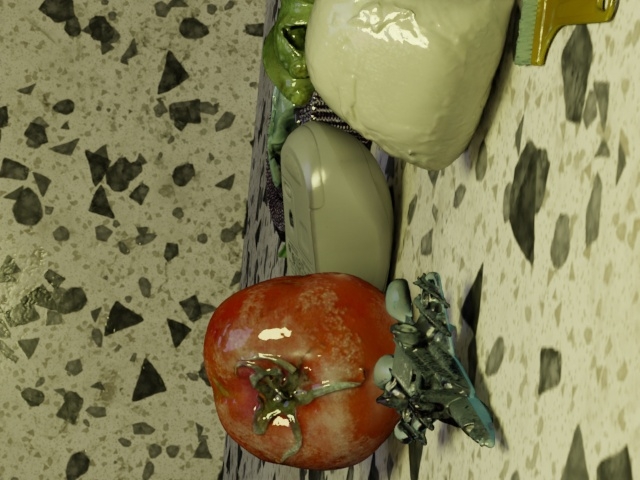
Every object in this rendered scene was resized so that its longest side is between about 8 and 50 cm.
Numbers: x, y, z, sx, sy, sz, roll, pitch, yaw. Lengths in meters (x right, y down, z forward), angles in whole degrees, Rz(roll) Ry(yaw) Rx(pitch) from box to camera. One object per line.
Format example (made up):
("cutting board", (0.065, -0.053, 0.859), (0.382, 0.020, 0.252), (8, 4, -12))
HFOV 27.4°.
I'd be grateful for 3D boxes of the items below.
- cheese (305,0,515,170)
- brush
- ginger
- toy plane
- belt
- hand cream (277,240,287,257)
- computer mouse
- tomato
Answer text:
("cheese", (0.079, -0.182, 1.212), (0.154, 0.189, 0.198), (-47, -20, -45))
("brush", (0.188, -0.178, 1.008), (0.205, 0.011, 0.083), (-148, 65, -79))
("ginger", (-0.006, -0.252, 1.401), (0.290, 0.089, 0.137), (114, 179, -52))
("toy plane", (0.098, 0.126, 1.153), (0.246, 0.078, 0.169), (-111, 29, -71))
("belt", (-0.008, -0.152, 1.884), (0.325, 0.122, 0.260), (110, 159, -53))
("hand cream", (0.000, 0.000, 1.724), (0.095, 0.046, 0.175), (-56, -27, 0))
("computer mouse", (0.026, -0.002, 1.578), (0.184, 0.121, 0.296), (-140, 40, -66))
("tomato", (-0.007, 0.139, 1.425), (0.188, 0.232, 0.232), (-42, -33, -57))
